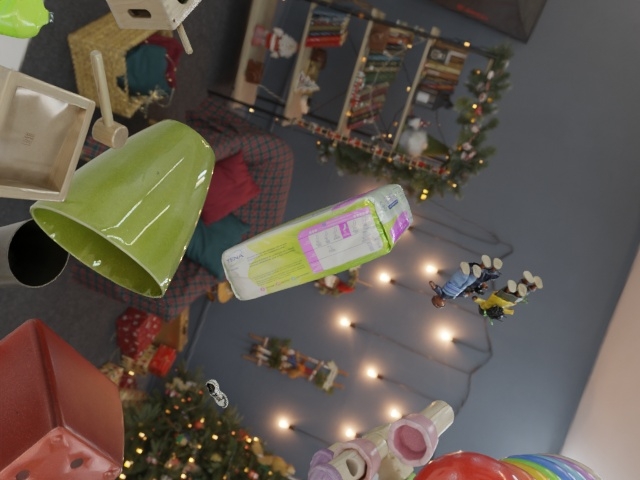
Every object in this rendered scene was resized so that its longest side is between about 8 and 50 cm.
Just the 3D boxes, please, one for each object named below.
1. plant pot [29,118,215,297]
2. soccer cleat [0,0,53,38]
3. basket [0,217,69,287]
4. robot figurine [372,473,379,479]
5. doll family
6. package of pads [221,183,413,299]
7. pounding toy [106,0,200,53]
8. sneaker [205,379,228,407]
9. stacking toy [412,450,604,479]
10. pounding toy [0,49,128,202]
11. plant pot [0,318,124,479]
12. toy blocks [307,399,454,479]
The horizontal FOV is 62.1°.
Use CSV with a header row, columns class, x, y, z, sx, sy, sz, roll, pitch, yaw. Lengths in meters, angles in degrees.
class,x,y,z,sx,sy,sz,roll,pitch,yaw
plant pot,-0.341,-0.087,1.031,0.293,0.275,0.274,-61,169,-26
soccer cleat,-0.271,-0.265,0.445,0.072,0.060,0.178,-8,103,-38
basket,-0.758,0.042,1.265,0.204,0.227,0.154,-71,149,-61
robot figurine,0.082,0.618,1.139,0.353,0.300,0.200,-38,-168,17
doll family,0.276,0.088,0.910,0.111,0.193,0.076,124,-12,-51
package of pads,0.000,0.000,0.936,0.101,0.297,0.229,68,21,-5
pounding toy,-0.256,-0.385,0.863,0.100,0.141,0.130,75,32,-50
sneaker,-0.278,0.410,1.411,0.032,0.083,0.037,-40,165,5
stacking toy,0.167,0.233,0.439,0.330,0.141,0.141,40,68,-49
pounding toy,-0.321,-0.145,0.613,0.206,0.094,0.181,-1,112,-76
plant pot,-0.504,0.354,0.933,0.267,0.236,0.267,-40,133,-15
toy blocks,0.071,0.428,0.747,0.309,0.288,0.260,-33,166,32
